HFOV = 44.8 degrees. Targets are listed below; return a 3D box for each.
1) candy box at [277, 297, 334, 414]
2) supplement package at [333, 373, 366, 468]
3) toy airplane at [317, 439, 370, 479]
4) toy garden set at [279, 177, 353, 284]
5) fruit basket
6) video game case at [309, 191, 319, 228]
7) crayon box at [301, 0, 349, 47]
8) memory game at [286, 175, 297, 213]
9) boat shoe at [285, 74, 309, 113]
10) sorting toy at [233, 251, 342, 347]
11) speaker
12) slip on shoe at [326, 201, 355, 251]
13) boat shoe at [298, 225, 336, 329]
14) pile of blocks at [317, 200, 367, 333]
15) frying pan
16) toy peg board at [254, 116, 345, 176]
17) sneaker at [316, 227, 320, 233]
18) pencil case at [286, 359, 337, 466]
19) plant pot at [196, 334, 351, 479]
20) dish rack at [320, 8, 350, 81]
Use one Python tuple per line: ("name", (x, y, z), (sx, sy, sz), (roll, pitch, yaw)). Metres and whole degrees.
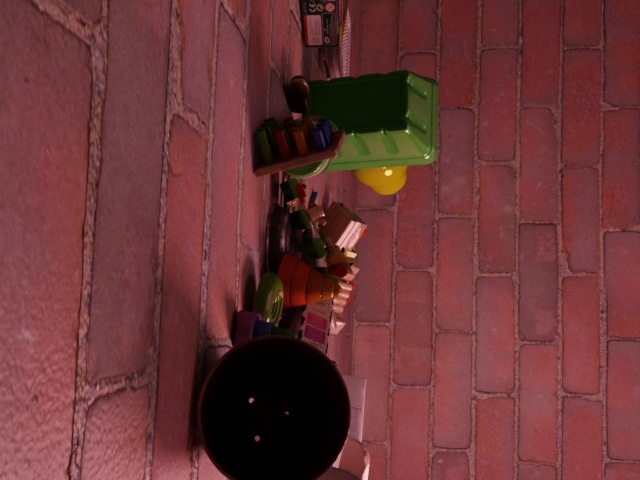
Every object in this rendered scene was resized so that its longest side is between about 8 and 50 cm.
("candy box", (-0.044, 0.222, 1.619), (0.159, 0.071, 0.233), (-55, -162, 39))
("supplement package", (0.031, 0.494, 2.090), (0.194, 0.149, 0.203), (101, -3, -50))
("toy airplane", (0.007, 0.659, 1.574), (0.384, 0.272, 0.386), (-57, -154, 29))
("toy garden set", (-0.002, -0.022, 1.628), (0.204, 0.049, 0.244), (175, -108, -78))
("fruit basket", (0.151, -0.293, 2.147), (0.392, 0.392, 0.283), (61, 31, -76))
("video game case", (-0.018, -0.043, 2.258), (0.119, 0.015, 0.166), (-76, 165, -62))
("crayon box", (0.011, -0.733, 1.996), (0.313, 0.106, 0.363), (-83, 171, -48))
("memory game", (-0.066, -0.081, 1.819), (0.186, 0.012, 0.186), (-2, 90, -87))
("boat shoe", (-0.053, -0.344, 1.785), (0.152, 0.056, 0.049), (101, -12, -73))
("sorting toy", (-0.046, 0.122, 1.453), (0.365, 0.126, 0.127), (-47, 144, -70))
("speaker", (-0.025, -0.212, 1.727), (0.296, 0.131, 0.131), (-57, 147, -77))
("slip on shoe", (0.047, -0.010, 2.467), (0.101, 0.123, 0.331), (61, 22, -28))
("boat shoe", (-0.032, 0.089, 1.878), (0.335, 0.095, 0.112), (-99, 170, -47))
("pile of blocks", (0.035, 0.087, 2.031), (0.112, 0.149, 0.362), (18, 87, -37))
("frying pan", (-0.079, 0.076, 1.688), (0.197, 0.053, 0.326), (-72, 159, -63))
("toy peg board", (-0.046, -0.198, 1.485), (0.161, 0.160, 0.079), (-72, 147, -67))
("sneaker", (0.000, 0.000, 2.153), (0.192, 0.064, 0.086), (-59, 152, -55))
("pencil case", (-0.027, 0.430, 1.850), (0.133, 0.119, 0.306), (0, 92, -41))
("plant pot", (-0.078, 0.266, 1.186), (0.230, 0.215, 0.215), (119, -25, -74))
("dish rack", (0.051, -0.637, 2.475), (0.333, 0.072, 0.286), (53, 38, -79))
